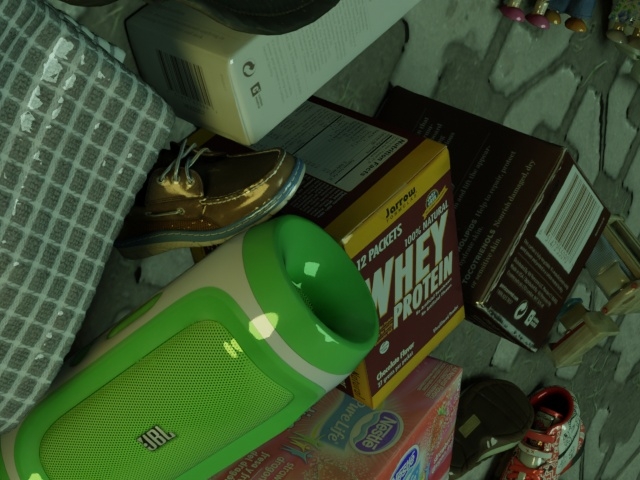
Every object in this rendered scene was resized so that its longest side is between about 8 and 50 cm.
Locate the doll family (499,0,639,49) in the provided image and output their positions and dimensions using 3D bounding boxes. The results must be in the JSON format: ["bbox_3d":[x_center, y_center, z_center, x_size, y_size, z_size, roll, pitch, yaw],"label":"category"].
[{"bbox_3d":[0.315,-0.300,1.221,0.118,0.263,0.163,-90,-162,-62],"label":"doll family"}]

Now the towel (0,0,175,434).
[{"bbox_3d":[-0.227,-0.028,0.701,0.235,0.121,0.284,33,84,-56],"label":"towel"}]

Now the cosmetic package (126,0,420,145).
[{"bbox_3d":[-0.024,-0.183,0.878,0.231,0.117,0.085,-42,140,-28],"label":"cosmetic package"}]

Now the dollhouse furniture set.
[{"bbox_3d":[0.355,0.069,1.558,0.184,0.129,0.129,-46,153,27],"label":"dollhouse furniture set"}]

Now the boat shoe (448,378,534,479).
[{"bbox_3d":[0.178,0.250,1.457,0.257,0.095,0.095,-14,155,-51],"label":"boat shoe"}]

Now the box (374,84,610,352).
[{"bbox_3d":[0.143,-0.020,1.120,0.167,0.203,0.168,-61,145,-5],"label":"box"}]

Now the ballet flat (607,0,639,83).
[{"bbox_3d":[0.439,-0.262,1.443,0.400,0.139,0.139,29,87,-56],"label":"ballet flat"}]

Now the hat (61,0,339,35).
[{"bbox_3d":[-0.124,-0.223,0.679,0.134,0.331,0.331,-36,160,33],"label":"hat"}]

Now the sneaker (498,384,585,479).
[{"bbox_3d":[0.293,0.330,1.637,0.270,0.090,0.145,-48,141,-28],"label":"sneaker"}]

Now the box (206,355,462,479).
[{"bbox_3d":[0.014,0.231,1.110,0.300,0.142,0.154,-38,138,-53],"label":"box"}]

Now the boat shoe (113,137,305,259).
[{"bbox_3d":[-0.097,-0.035,0.829,0.066,0.183,0.066,52,36,-30],"label":"boat shoe"}]

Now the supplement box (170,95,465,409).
[{"bbox_3d":[0.000,0.000,0.952,0.129,0.194,0.191,-41,139,-30],"label":"supplement box"}]

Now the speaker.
[{"bbox_3d":[-0.104,0.105,0.822,0.296,0.131,0.131,-36,154,24],"label":"speaker"}]
